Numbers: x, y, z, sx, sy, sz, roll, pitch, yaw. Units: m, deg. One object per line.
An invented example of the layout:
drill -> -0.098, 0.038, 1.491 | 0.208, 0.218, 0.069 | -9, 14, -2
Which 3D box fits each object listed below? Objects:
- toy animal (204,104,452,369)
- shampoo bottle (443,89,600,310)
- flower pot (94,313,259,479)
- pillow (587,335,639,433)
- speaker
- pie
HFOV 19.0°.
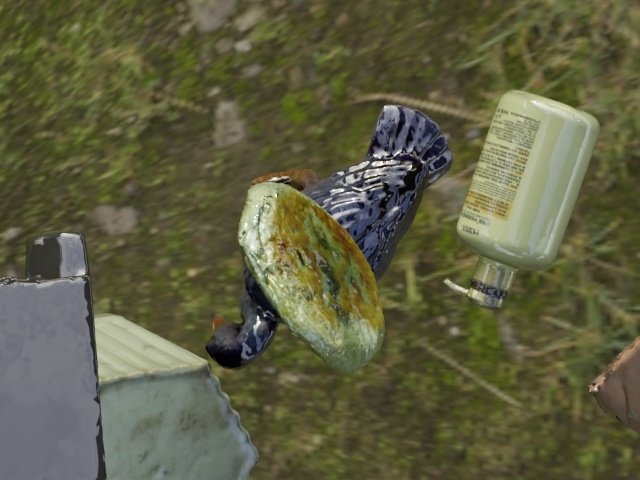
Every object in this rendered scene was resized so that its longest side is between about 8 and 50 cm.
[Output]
toy animal -> 0.000, 0.000, 1.790 | 0.298, 0.185, 0.122 | -37, 110, 21
shampoo bottle -> 0.148, -0.026, 1.421 | 0.079, 0.079, 0.162 | 17, 93, -16
flower pot -> -0.202, 0.198, 1.812 | 0.209, 0.190, 0.239 | -37, 120, -21
pillow -> 0.273, 0.070, 1.198 | 0.135, 0.248, 0.049 | 28, 50, -4
speaker -> -0.228, 0.135, 1.081 | 0.184, 0.232, 0.254 | -3, 81, -19
pie -> -0.005, 0.028, 1.607 | 0.041, 0.187, 0.187 | -30, 98, 21
